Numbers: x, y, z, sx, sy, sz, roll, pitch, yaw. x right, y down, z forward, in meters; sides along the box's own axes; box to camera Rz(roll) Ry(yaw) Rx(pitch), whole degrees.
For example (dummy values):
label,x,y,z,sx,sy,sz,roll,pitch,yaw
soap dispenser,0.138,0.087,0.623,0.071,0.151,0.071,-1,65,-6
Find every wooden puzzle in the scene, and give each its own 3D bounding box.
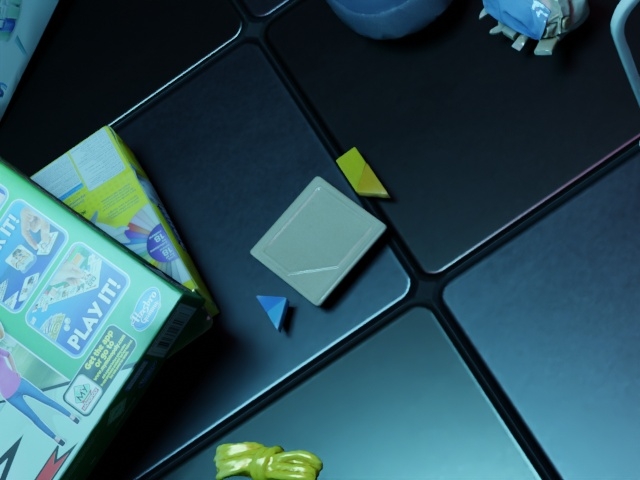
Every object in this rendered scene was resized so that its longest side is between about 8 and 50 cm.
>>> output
label,x,y,z,sx,sy,sz,roll,pitch,yaw
wooden puzzle,0.000,0.000,0.986,0.116,0.014,0.078,-43,52,-2

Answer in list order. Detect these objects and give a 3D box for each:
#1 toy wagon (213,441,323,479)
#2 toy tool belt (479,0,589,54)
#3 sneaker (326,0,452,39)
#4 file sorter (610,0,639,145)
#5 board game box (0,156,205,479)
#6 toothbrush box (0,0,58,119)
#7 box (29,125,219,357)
label,x,y,z,sx,sy,sz,roll,pitch,yaw
toy wagon,-0.050,0.281,0.834,0.267,0.068,0.344,2,65,24
toy tool belt,0.125,-0.148,0.984,0.083,0.052,0.051,31,71,33
sneaker,0.009,-0.284,1.053,0.112,0.131,0.319,-21,59,12
file sorter,0.293,-0.023,0.777,0.192,0.173,0.278,-29,58,8
board game box,-0.245,0.109,0.957,0.213,0.046,0.317,34,90,16
toothbrush box,-0.288,-0.253,1.146,0.216,0.126,0.296,20,82,30
box,-0.139,0.020,1.018,0.105,0.043,0.179,-34,54,4
